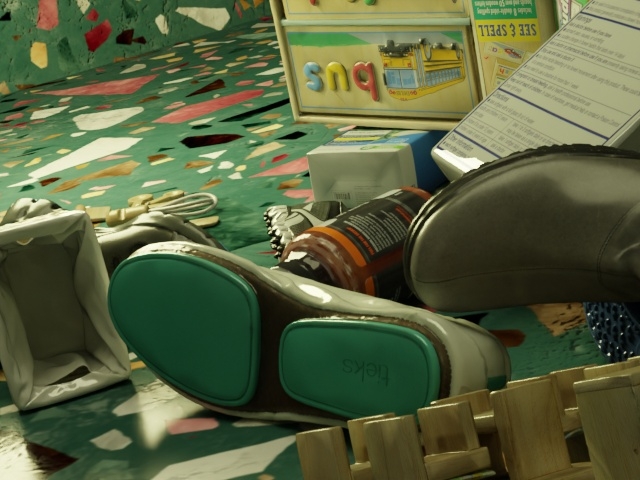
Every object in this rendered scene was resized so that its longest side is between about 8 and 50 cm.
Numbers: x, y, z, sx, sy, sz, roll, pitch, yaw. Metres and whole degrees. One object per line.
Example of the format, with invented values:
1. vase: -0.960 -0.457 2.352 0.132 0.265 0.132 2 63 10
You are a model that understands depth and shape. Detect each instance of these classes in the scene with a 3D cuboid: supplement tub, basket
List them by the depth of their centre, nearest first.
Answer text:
1. basket: -0.257 0.058 1.310 0.113 0.167 0.103 -16 13 -15
2. supplement tub: 0.034 0.024 1.333 0.106 0.106 0.198 6 23 45

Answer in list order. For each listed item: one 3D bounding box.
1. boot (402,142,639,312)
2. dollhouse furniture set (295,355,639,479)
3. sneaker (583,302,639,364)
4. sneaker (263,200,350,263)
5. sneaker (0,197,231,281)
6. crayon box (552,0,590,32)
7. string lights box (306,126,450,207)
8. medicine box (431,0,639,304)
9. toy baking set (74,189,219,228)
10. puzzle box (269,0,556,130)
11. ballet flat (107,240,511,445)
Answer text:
1. boot: 0.233 0.018 0.984 0.338 0.118 0.223 -15 29 2
2. dollhouse furniture set: 0.145 0.159 0.795 0.212 0.161 0.242 -9 -6 -32
3. sneaker: 0.284 0.074 1.067 0.090 0.081 0.232 -12 23 -14
4. sneaker: 0.000 0.000 1.482 0.106 0.078 0.234 -14 15 -2
5. sneaker: -0.225 0.049 1.463 0.341 0.125 0.139 4 50 35
6. crayon box: 0.420 -0.254 1.546 0.313 0.363 0.106 -15 18 -13
7. string lights box: 0.109 -0.115 1.791 0.133 0.077 0.259 1 21 33
8. medicine box: 0.287 -0.100 1.281 0.289 0.149 0.263 -43 22 0
9. toy baking set: -0.247 -0.037 1.847 0.197 0.030 0.256 -19 18 -25
10. puzzle box: 0.107 -0.266 1.690 0.409 0.272 0.052 6 28 40
11. ballet flat: -0.012 0.086 1.167 0.400 0.139 0.139 11 27 42
